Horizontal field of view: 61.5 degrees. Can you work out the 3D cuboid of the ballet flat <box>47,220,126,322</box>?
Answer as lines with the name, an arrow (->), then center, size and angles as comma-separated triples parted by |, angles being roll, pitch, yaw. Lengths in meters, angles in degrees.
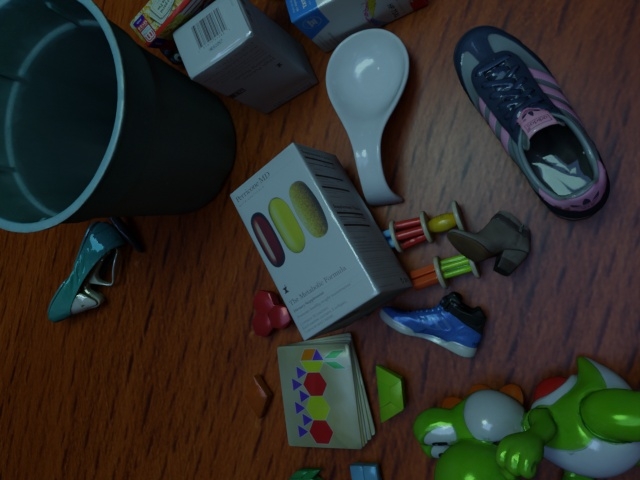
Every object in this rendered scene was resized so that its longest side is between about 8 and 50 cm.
ballet flat -> -0.458, 0.081, 1.067 | 0.087, 0.083, 0.247 | 33, 104, 6

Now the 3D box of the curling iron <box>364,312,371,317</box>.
curling iron -> 0.008, 0.006, 0.888 | 0.068, 0.035, 0.274 | -33, 76, 19

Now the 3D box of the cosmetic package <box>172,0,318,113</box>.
cosmetic package -> -0.106, -0.280, 0.836 | 0.117, 0.231, 0.085 | -26, 79, 21

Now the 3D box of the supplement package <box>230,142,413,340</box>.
supplement package -> 0.000, 0.000, 0.793 | 0.139, 0.134, 0.244 | -36, 73, 24

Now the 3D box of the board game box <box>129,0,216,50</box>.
board game box -> -0.165, -0.359, 0.782 | 0.193, 0.147, 0.045 | -37, 93, 23

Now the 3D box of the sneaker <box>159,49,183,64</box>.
sneaker -> -0.221, -0.357, 0.978 | 0.217, 0.079, 0.121 | 45, 109, 26

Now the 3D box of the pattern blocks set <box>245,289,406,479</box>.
pattern blocks set -> 0.002, 0.247, 0.886 | 0.285, 0.026, 0.324 | 1, 92, 26

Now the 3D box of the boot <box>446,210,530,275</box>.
boot -> 0.241, -0.007, 0.758 | 0.118, 0.042, 0.087 | 34, 63, -7

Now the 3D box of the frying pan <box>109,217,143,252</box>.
frying pan -> -0.452, -0.126, 1.012 | 0.053, 0.197, 0.326 | -42, 73, -4

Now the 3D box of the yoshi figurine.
yoshi figurine -> 0.294, 0.279, 0.678 | 0.362, 0.203, 0.203 | -14, 90, 26

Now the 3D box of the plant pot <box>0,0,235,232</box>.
plant pot -> -0.330, -0.176, 0.876 | 0.341, 0.334, 0.341 | -1, 88, 24

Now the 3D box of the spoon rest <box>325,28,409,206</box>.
spoon rest -> 0.080, -0.194, 0.835 | 0.137, 0.084, 0.276 | -8, 87, 23

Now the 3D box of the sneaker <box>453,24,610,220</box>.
sneaker -> 0.281, -0.174, 0.721 | 0.112, 0.131, 0.319 | -36, 75, 19

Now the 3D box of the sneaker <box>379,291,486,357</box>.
sneaker -> 0.169, 0.107, 0.802 | 0.152, 0.058, 0.084 | 21, 103, 18

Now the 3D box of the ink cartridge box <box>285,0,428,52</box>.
ink cartridge box -> 0.074, -0.387, 0.813 | 0.231, 0.134, 0.078 | -18, 81, 23

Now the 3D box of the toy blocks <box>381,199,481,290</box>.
toy blocks -> 0.152, 0.020, 0.815 | 0.148, 0.054, 0.123 | -19, 81, 22
